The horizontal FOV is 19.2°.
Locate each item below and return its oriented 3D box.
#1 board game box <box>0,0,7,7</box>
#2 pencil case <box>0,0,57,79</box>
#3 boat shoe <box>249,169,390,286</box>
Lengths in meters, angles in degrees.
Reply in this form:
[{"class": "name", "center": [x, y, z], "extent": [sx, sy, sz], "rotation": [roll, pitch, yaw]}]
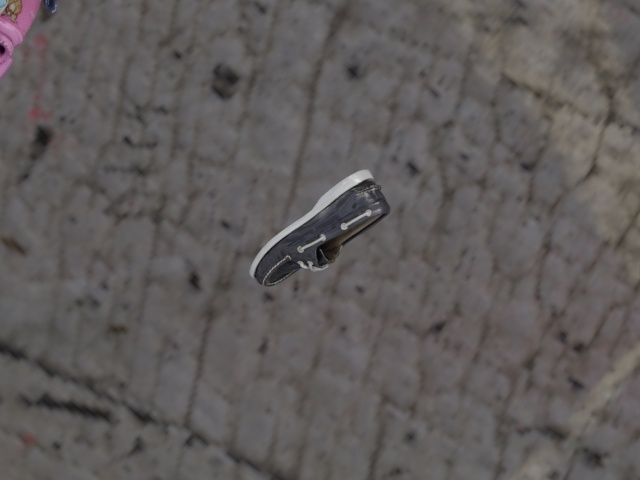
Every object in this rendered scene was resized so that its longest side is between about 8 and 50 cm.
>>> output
[{"class": "board game box", "center": [-0.279, -0.127, 0.740], "extent": [0.144, 0.275, 0.142], "rotation": [44, 149, 27]}, {"class": "pencil case", "center": [-0.310, -0.232, 1.072], "extent": [0.167, 0.160, 0.386], "rotation": [-18, 132, 22]}, {"class": "boat shoe", "center": [0.000, 0.000, 1.354], "extent": [0.125, 0.046, 0.038], "rotation": [-40, 73, 25]}]
